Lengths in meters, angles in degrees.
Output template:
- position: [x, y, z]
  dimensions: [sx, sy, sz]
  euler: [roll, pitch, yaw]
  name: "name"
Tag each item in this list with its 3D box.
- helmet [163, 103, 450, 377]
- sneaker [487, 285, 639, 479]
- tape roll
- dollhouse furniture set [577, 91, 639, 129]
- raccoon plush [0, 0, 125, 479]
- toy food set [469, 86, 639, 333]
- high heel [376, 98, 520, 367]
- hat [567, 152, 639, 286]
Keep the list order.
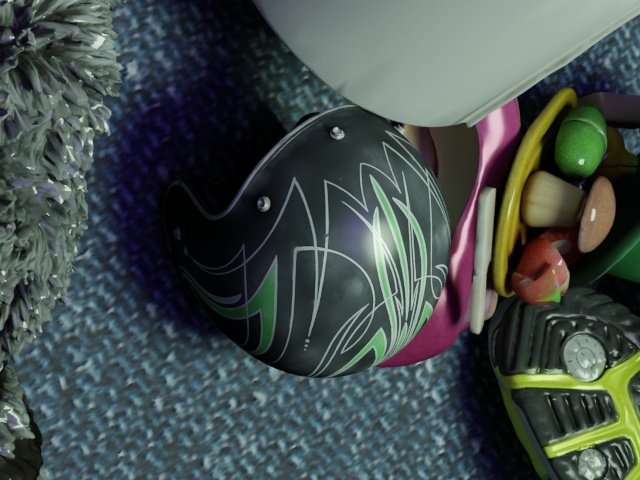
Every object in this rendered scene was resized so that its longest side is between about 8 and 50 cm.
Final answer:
- position: [0.000, 0.000, 1.082]
  dimensions: [0.169, 0.161, 0.169]
  euler: [-6, 100, -36]
  name: "helmet"
- position: [0.239, 0.194, 1.315]
  dimensions: [0.145, 0.147, 0.385]
  euler: [-43, 103, -21]
  name: "sneaker"
- position: [0.081, -0.210, 1.048]
  dimensions: [0.246, 0.169, 0.246]
  euler: [23, 52, -32]
  name: "tape roll"
- position: [0.248, -0.127, 1.312]
  dimensions: [0.114, 0.091, 0.081]
  euler: [2, 80, -34]
  name: "dollhouse furniture set"
- position: [-0.176, -0.057, 0.981]
  dimensions: [0.299, 0.216, 0.446]
  euler: [-49, 152, -37]
  name: "raccoon plush"
- position: [0.169, -0.019, 1.209]
  dimensions: [0.218, 0.071, 0.128]
  euler: [-49, 148, -54]
  name: "toy food set"
- position: [0.065, -0.038, 1.179]
  dimensions: [0.117, 0.082, 0.244]
  euler: [-23, 123, -44]
  name: "high heel"
- position: [0.295, 0.017, 1.229]
  dimensions: [0.183, 0.208, 0.173]
  euler: [39, 81, -5]
  name: "hat"
